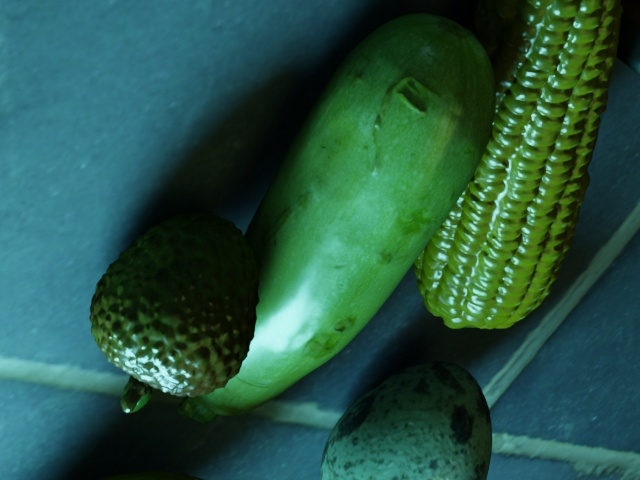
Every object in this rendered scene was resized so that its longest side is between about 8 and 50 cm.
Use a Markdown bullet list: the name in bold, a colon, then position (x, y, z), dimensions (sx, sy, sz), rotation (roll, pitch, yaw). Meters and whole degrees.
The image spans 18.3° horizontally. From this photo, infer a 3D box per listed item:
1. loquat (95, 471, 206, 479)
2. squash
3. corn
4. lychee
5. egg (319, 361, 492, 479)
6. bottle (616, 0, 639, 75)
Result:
- **loquat**: position (-0.128, 0.282, 1.446), dimensions (0.244, 0.244, 0.244), rotation (-27, 145, -21)
- **squash**: position (0.005, 0.005, 1.367), dimensions (0.118, 0.118, 0.370), rotation (-1, 132, -46)
- **corn**: position (0.141, -0.075, 1.408), dimensions (0.120, 0.120, 0.363), rotation (-20, 142, -30)
- **lychee**: position (-0.096, 0.051, 1.319), dimensions (0.114, 0.114, 0.146), rotation (29, 89, -56)
- **egg**: position (0.073, 0.177, 1.623), dimensions (0.132, 0.132, 0.172), rotation (15, 108, -53)
- **bottle**: position (0.338, -0.247, 1.391), dimensions (0.336, 0.144, 0.144), rotation (-52, 146, 15)
